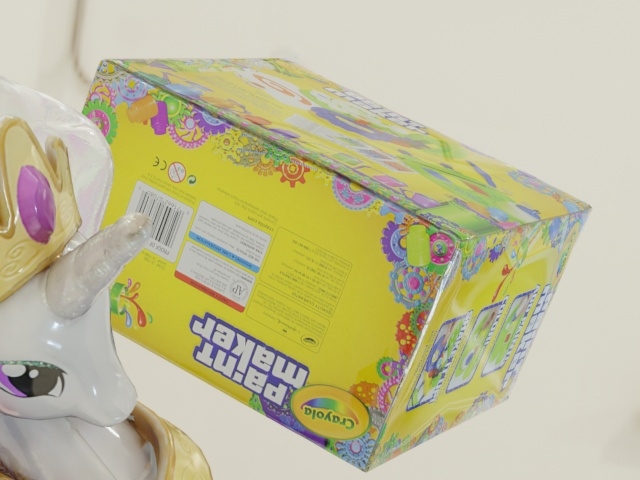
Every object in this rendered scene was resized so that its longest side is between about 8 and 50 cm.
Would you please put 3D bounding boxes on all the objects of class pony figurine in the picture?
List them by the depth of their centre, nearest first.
[{"bbox_3d":[-0.134,0.090,0.718,0.351,0.363,0.303,9,44,42],"label":"pony figurine"}]

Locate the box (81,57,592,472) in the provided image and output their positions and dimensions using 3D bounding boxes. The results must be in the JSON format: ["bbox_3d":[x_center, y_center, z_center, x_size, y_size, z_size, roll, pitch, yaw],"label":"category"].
[{"bbox_3d":[0.000,0.000,1.306,0.290,0.177,0.279,27,17,22],"label":"box"}]
